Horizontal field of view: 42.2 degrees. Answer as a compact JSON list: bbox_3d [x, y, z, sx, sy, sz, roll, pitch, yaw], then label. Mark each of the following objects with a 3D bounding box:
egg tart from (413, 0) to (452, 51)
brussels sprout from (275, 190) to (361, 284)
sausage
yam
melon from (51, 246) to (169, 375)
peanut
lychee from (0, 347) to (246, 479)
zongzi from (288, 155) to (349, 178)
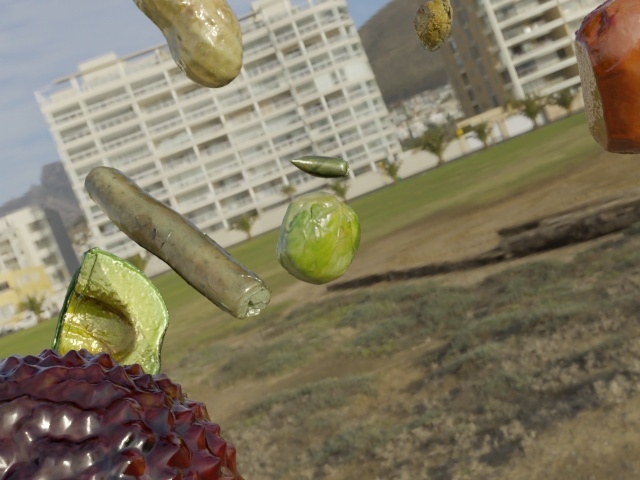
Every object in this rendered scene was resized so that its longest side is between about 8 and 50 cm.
[{"bbox_3d":[0.245,-0.482,1.834,0.049,0.128,0.129,3,-8,-26],"label":"egg tart"},{"bbox_3d":[0.000,0.000,1.943,0.223,0.223,0.161,-22,35,-15],"label":"brussels sprout"},{"bbox_3d":[0.498,-0.261,1.338,0.141,0.268,0.153,-19,34,5],"label":"sausage"},{"bbox_3d":[-0.191,-0.002,1.060,0.067,0.317,0.071,-43,-30,-21],"label":"yam"},{"bbox_3d":[-0.354,0.164,1.394,0.169,0.265,0.129,17,-18,-22],"label":"melon"},{"bbox_3d":[-0.219,-0.375,1.312,0.130,0.290,0.130,-35,8,6],"label":"peanut"},{"bbox_3d":[-0.285,0.320,0.890,0.425,0.424,0.500,-21,-15,4],"label":"lychee"},{"bbox_3d":[0.000,-0.172,1.894,0.104,0.052,0.113,4,-3,34],"label":"zongzi"}]
